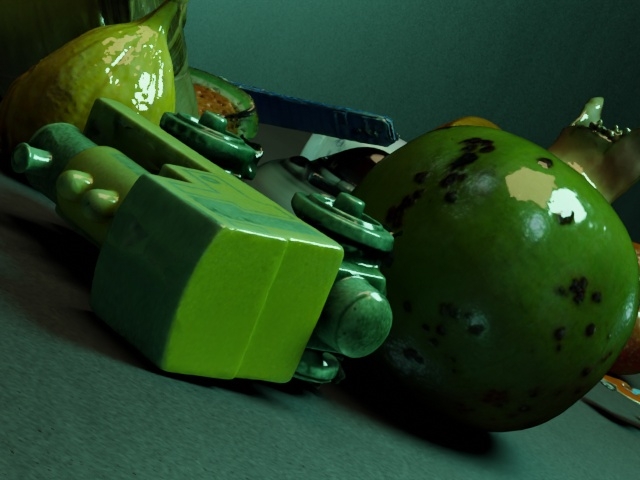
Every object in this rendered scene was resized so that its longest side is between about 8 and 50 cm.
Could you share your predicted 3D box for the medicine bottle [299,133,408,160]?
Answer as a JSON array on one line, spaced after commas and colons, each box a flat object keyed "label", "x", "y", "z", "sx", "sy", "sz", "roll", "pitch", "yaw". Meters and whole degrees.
[{"label": "medicine bottle", "x": 0.101, "y": -0.052, "z": 2.338, "sx": 0.254, "sy": 0.152, "sz": 0.152, "roll": 30, "pitch": 7, "yaw": 19}]

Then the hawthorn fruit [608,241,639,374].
[{"label": "hawthorn fruit", "x": 0.406, "y": 0.095, "z": 2.355, "sx": 0.179, "sy": 0.179, "sz": 0.200, "roll": 32, "pitch": 5, "yaw": 33}]

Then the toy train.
[{"label": "toy train", "x": -0.109, "y": -0.012, "z": 1.358, "sx": 0.237, "sy": 0.150, "sz": 0.369, "roll": 13, "pitch": 13, "yaw": -42}]

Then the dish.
[{"label": "dish", "x": 0.047, "y": -0.047, "z": 2.104, "sx": 0.273, "sy": 0.134, "sz": 0.273, "roll": 28, "pitch": 10, "yaw": -5}]

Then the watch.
[{"label": "watch", "x": -0.091, "y": -0.083, "z": 2.002, "sx": 0.275, "sy": 0.068, "sz": 0.276, "roll": 17, "pitch": 40, "yaw": 22}]

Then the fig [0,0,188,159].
[{"label": "fig", "x": -0.181, "y": -0.153, "z": 1.634, "sx": 0.159, "sy": 0.257, "sz": 0.159, "roll": 40, "pitch": -2, "yaw": 2}]

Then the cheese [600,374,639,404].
[{"label": "cheese", "x": 0.430, "y": 0.203, "z": 2.041, "sx": 0.256, "sy": 0.037, "sz": 0.106, "roll": 19, "pitch": 10, "yaw": -26}]

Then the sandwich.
[{"label": "sandwich", "x": -0.184, "y": -0.131, "z": 1.947, "sx": 0.235, "sy": 0.079, "sz": 0.159, "roll": 2, "pitch": 37, "yaw": 4}]

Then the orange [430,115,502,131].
[{"label": "orange", "x": 0.186, "y": -0.067, "z": 2.518, "sx": 0.183, "sy": 0.249, "sz": 0.249, "roll": 13, "pitch": 4, "yaw": 14}]

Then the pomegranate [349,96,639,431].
[{"label": "pomegranate", "x": 0.153, "y": 0.000, "z": 1.489, "sx": 0.291, "sy": 0.323, "sz": 0.291, "roll": 30, "pitch": 12, "yaw": -7}]

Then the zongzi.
[{"label": "zongzi", "x": -0.264, "y": -0.123, "z": 1.800, "sx": 0.289, "sy": 0.317, "sz": 0.154, "roll": -8, "pitch": 22, "yaw": 11}]
